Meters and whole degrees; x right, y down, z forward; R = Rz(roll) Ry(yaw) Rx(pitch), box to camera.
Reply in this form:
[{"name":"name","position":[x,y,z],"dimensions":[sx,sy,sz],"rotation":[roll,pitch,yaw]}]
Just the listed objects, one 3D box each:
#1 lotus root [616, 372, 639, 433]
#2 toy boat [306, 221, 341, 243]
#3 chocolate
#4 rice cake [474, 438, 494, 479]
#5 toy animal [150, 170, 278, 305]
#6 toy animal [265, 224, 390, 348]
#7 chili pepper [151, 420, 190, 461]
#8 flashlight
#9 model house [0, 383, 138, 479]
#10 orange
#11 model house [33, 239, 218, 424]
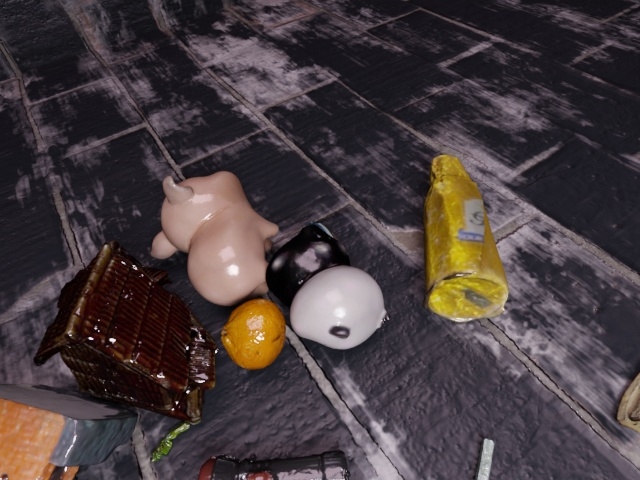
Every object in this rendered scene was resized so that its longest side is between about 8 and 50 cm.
[{"name":"lotus root","position":[0.593,0.275,0.670],"dimensions":[0.135,0.095,0.159],"rotation":[-41,17,-32]},{"name":"toy boat","position":[0.000,0.000,0.985],"dimensions":[0.066,0.059,0.140],"rotation":[-11,44,-27]},{"name":"chocolate","position":[0.292,-0.042,0.930],"dimensions":[0.162,0.162,0.445],"rotation":[1,47,7]},{"name":"rice cake","position":[0.253,0.375,0.655],"dimensions":[0.022,0.022,0.121],"rotation":[15,53,20]},{"name":"toy animal","position":[-0.233,-0.007,0.933],"dimensions":[0.270,0.237,0.326],"rotation":[12,42,-21]},{"name":"toy animal","position":[0.014,0.104,0.815],"dimensions":[0.187,0.165,0.235],"rotation":[-14,49,-35]},{"name":"chili pepper","position":[-0.266,0.353,0.733],"dimensions":[0.027,0.022,0.083],"rotation":[26,53,28]},{"name":"flashlight","position":[-0.069,0.377,0.649],"dimensions":[0.232,0.092,0.092],"rotation":[-6,49,1]},{"name":"model house","position":[-0.486,0.390,0.652],"dimensions":[0.272,0.190,0.300],"rotation":[10,66,10]},{"name":"orange","position":[-0.126,0.176,0.793],"dimensions":[0.136,0.118,0.135],"rotation":[-40,31,31]},{"name":"model house","position":[-0.331,0.127,0.753],"dimensions":[0.298,0.282,0.317],"rotation":[-1,43,0]}]
